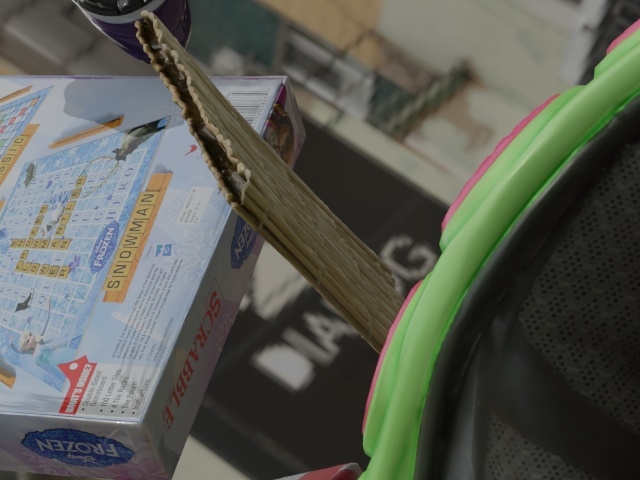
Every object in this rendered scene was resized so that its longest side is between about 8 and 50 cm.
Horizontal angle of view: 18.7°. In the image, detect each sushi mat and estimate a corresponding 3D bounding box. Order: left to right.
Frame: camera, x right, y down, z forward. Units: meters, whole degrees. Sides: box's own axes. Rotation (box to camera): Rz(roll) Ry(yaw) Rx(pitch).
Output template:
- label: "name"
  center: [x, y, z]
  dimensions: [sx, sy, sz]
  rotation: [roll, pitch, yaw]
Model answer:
- label: "sushi mat"
  center: [0.000, 0.000, 1.089]
  dimensions: [0.019, 0.151, 0.316]
  rotation: [-36, -37, 6]

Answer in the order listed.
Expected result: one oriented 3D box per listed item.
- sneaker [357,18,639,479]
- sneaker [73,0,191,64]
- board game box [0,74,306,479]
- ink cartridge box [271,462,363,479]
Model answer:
- label: "sneaker"
  center: [0.100, 0.137, 0.684]
  dimensions: [0.185, 0.202, 0.483]
  rotation: [12, -82, -76]
- label: "sneaker"
  center: [-0.184, -0.248, 1.466]
  dimensions: [0.107, 0.283, 0.124]
  rotation: [-27, -26, 0]
- label: "board game box"
  center: [-0.204, 0.013, 1.325]
  dimensions: [0.066, 0.318, 0.319]
  rotation: [72, -151, -43]
- label: "ink cartridge box"
  center: [-0.099, 0.329, 1.528]
  dimensions: [0.279, 0.160, 0.384]
  rotation: [-37, 4, -22]
